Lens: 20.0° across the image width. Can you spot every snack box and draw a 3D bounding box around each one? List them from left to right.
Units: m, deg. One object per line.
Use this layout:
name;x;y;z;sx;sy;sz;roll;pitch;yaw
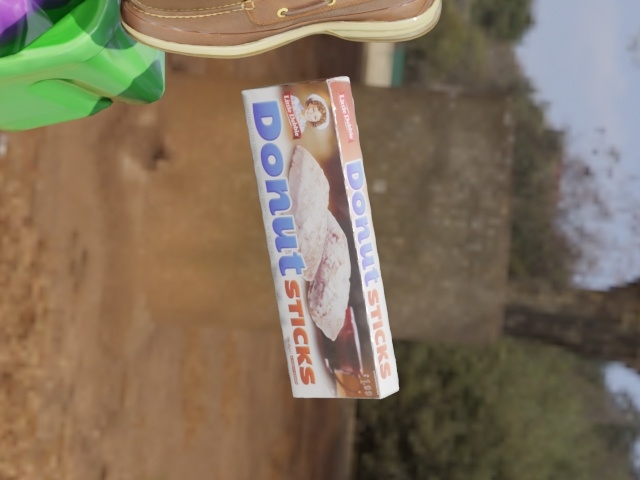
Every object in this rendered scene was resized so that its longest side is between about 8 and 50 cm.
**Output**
snack box;0.000;0.000;1.011;0.022;0.064;0.178;-19;102;-50

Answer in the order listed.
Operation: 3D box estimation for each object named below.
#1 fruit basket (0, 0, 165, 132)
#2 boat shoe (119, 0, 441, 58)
fruit basket;-0.263;-0.263;1.100;0.392;0.282;0.392;-10;90;-72
boat shoe;-0.021;-0.142;0.980;0.060;0.178;0.064;93;-11;-51
